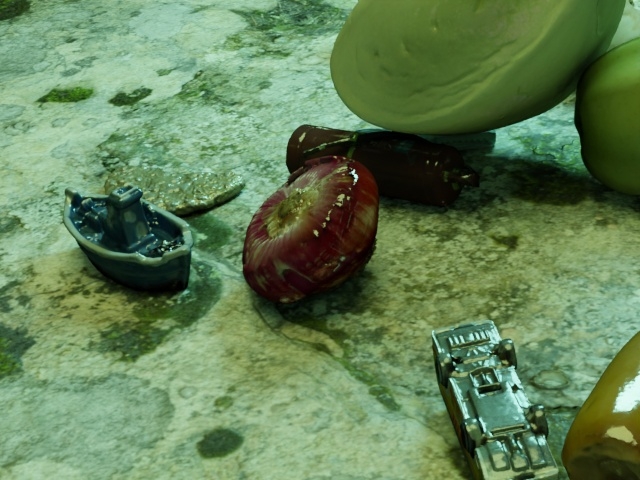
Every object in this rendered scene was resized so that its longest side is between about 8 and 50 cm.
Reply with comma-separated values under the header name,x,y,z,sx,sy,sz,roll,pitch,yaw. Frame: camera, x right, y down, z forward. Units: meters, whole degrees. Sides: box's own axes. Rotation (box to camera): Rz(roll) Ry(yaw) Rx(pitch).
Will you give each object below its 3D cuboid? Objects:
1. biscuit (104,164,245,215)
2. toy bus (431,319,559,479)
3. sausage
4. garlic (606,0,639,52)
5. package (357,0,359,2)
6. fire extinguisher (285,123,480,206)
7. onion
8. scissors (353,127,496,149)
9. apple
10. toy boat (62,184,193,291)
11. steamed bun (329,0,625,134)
name,x,y,z,sx,sy,sz,roll,pitch,yaw
biscuit,-0.258,-0.077,2.042,0.250,0.032,0.133,6,33,22
toy bus,0.187,0.195,1.360,0.092,0.106,0.268,-10,31,-4
sausage,0.376,0.163,1.367,0.134,0.116,0.354,-1,24,34
garlic,0.468,-0.395,2.255,0.203,0.185,0.281,-38,39,-20
package,0.228,-0.434,2.423,0.311,0.221,0.165,3,51,20
fire extinguisher,0.103,-0.116,1.930,0.341,0.105,0.141,11,12,32
onion,0.000,0.000,1.726,0.230,0.163,0.230,-30,35,24
scissors,0.164,-0.162,2.083,0.256,0.030,0.125,-4,28,6
apple,0.508,-0.186,1.842,0.279,0.279,0.279,-6,29,4
toy boat,-0.287,-0.022,1.838,0.129,0.142,0.309,-31,37,-32
steamed bun,0.266,-0.330,1.890,0.456,0.290,0.371,-43,-10,23
